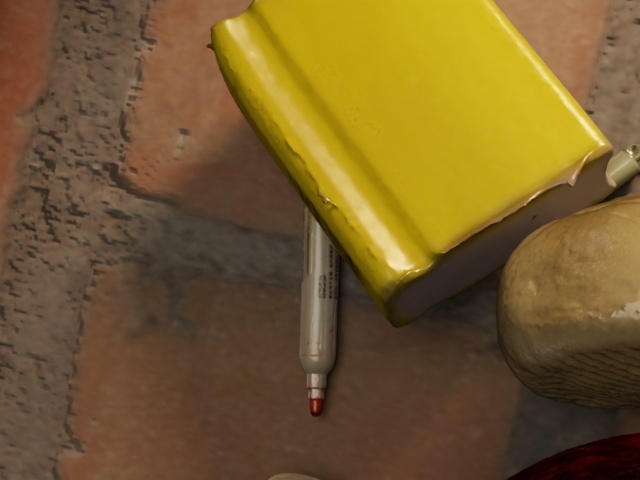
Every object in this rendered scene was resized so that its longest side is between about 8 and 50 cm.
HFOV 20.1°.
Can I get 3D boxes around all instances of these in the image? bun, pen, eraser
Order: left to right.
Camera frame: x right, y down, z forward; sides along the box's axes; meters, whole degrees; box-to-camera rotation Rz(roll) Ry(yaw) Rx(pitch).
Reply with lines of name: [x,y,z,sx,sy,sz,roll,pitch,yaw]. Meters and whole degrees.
pen: [0.000,0.000,1.119,0.026,0.026,0.218,-1,81,19]
eraser: [0.050,-0.075,1.059,0.158,0.069,0.226,-32,63,-7]
bun: [0.185,0.029,0.981,0.166,0.173,0.113,-9,68,37]

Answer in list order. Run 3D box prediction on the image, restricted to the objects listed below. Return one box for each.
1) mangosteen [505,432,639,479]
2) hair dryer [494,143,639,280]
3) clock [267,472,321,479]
mangosteen: [0.172,0.253,0.888,0.330,0.330,0.330,-3,80,18]
hair dryer: [0.153,-0.017,1.068,0.124,0.038,0.063,-37,73,2]
clock: [-0.034,0.237,1.071,0.151,0.062,0.191,-11,77,17]
